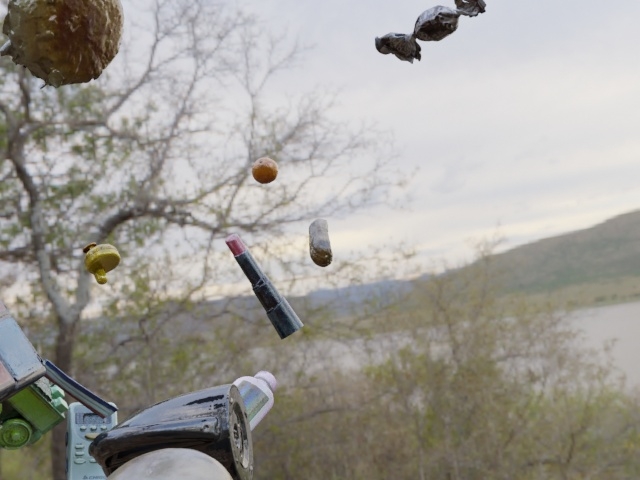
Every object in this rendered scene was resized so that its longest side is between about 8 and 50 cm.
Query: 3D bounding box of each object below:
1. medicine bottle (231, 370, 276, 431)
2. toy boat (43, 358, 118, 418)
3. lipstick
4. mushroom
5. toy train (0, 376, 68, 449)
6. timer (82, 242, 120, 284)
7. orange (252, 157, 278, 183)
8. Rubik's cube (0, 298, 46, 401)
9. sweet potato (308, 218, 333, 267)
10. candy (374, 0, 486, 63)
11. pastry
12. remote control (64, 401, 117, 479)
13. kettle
[{"bbox_3d":[-0.186,0.407,2.066,0.219,0.115,0.078,-43,-17,-54],"label":"medicine bottle"},{"bbox_3d":[-0.621,0.383,2.128,0.229,0.046,0.080,42,-22,-16],"label":"toy boat"},{"bbox_3d":[-0.117,0.087,1.673,0.053,0.234,0.053,-32,-2,-1],"label":"lipstick"},{"bbox_3d":[-0.230,0.406,1.213,0.227,0.178,0.226,-9,23,4],"label":"mushroom"},{"bbox_3d":[-0.803,0.414,2.173,0.188,0.271,0.159,-36,31,-6],"label":"toy train"},{"bbox_3d":[-0.651,0.066,2.489,0.107,0.109,0.107,-24,-28,-14],"label":"timer"},{"bbox_3d":[-0.168,-0.211,2.523,0.084,0.083,0.083,-8,-8,-1],"label":"orange"},{"bbox_3d":[-0.845,0.265,1.773,0.316,0.318,0.313,-32,0,9],"label":"Rubik's cube"},{"bbox_3d":[-0.001,-0.006,2.288,0.062,0.081,0.233,-8,30,3],"label":"sweet potato"},{"bbox_3d":[0.189,-0.374,1.448,0.094,0.051,0.226,35,-36,-26],"label":"candy"},{"bbox_3d":[-0.595,-0.522,1.961,0.136,0.329,0.330,19,5,26],"label":"pastry"},{"bbox_3d":[-0.611,0.557,2.221,0.140,0.296,0.056,3,-51,-18],"label":"remote control"},{"bbox_3d":[-0.297,0.394,1.614,0.291,0.207,0.268,-9,-25,4],"label":"kettle"}]
